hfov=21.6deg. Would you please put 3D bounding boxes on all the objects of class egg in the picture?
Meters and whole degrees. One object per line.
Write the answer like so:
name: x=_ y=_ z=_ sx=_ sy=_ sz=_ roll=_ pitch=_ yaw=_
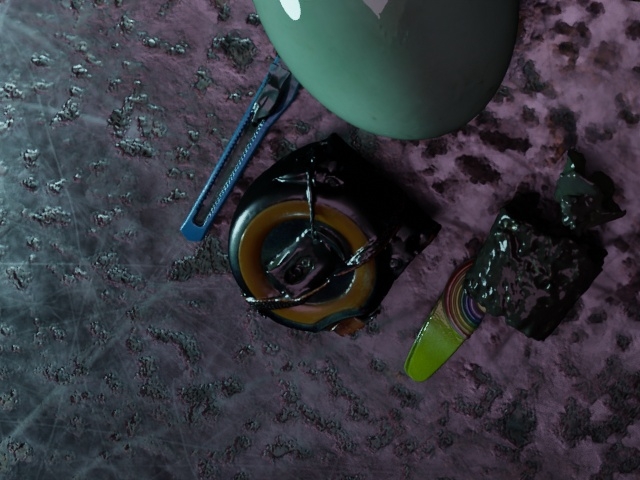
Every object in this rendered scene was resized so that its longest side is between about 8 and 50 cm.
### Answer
egg: x=0.060 y=-0.291 z=1.757 sx=0.276 sy=0.276 sz=0.389 roll=-24 pitch=95 yaw=17

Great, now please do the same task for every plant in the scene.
plant: x=0.253 y=0.003 z=1.859 sx=0.131 sy=0.142 sz=0.203 roll=38 pitch=97 yaw=8

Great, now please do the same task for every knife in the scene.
knife: x=-0.083 y=-0.119 z=1.965 sx=0.044 sy=0.026 sz=0.296 roll=28 pitch=108 yaw=-8

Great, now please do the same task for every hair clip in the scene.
hair clip: x=0.155 y=0.090 z=1.960 sx=0.060 sy=0.033 sz=0.188 roll=34 pitch=108 yaw=3

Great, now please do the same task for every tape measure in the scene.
tape measure: x=0.000 y=0.000 z=1.919 sx=0.202 sy=0.135 sz=0.223 roll=41 pitch=114 yaw=-9
